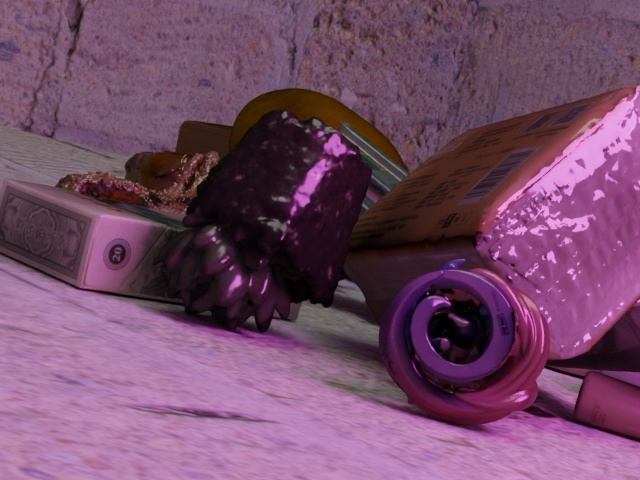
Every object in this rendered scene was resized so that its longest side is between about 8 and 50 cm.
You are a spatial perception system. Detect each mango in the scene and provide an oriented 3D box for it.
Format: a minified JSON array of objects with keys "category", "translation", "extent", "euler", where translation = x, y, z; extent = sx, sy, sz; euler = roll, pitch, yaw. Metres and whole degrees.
[{"category":"mango","translation":[-0.002,-0.105,2.343],"extent":[0.301,0.220,0.445],"euler":[42,-4,3]}]

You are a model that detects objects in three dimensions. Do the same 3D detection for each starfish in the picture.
[{"category":"starfish","translation":[-0.159,-0.029,1.787],"extent":[0.303,0.113,0.312],"euler":[12,13,-3]}]

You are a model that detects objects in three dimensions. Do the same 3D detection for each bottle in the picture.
[{"category":"bottle","translation":[0.262,0.144,1.332],"extent":[0.096,0.045,0.045],"euler":[18,5,15]}]

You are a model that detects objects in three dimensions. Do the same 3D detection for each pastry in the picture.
[{"category":"pastry","translation":[-0.172,-0.063,2.151],"extent":[0.219,0.100,0.229],"euler":[8,0,16]}]

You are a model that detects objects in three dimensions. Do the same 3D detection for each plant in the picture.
[{"category":"plant","translation":[-0.045,-0.007,1.369],"extent":[0.129,0.194,0.132],"euler":[20,-20,40]}]

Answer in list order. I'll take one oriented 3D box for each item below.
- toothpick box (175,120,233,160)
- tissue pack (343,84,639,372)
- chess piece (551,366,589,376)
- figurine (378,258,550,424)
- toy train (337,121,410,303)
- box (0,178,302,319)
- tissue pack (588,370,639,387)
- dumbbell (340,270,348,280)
[{"category":"toothpick box","translation":[-0.082,-0.103,2.657],"extent":[0.308,0.190,0.187],"euler":[4,10,-43]},{"category":"tissue pack","translation":[0.192,0.021,1.402],"extent":[0.239,0.238,0.305],"euler":[13,-8,-21]},{"category":"chess piece","translation":[0.297,0.014,1.727],"extent":[0.143,0.260,0.143],"euler":[12,5,-1]},{"category":"figurine","translation":[0.122,0.083,1.207],"extent":[0.114,0.126,0.157],"euler":[-28,-24,19]},{"category":"toy train","translation":[0.063,-0.015,1.781],"extent":[0.301,0.120,0.202],"euler":[40,15,16]},{"category":"box","translation":[-0.155,0.009,1.488],"extent":[0.256,0.069,0.164],"euler":[11,5,-43]},{"category":"tissue pack","translation":[0.335,0.143,1.577],"extent":[0.112,0.051,0.156],"euler":[19,5,23]},{"category":"dumbbell","translation":[0.000,0.000,2.037],"extent":[0.110,0.110,0.254],"euler":[13,10,-21]}]
